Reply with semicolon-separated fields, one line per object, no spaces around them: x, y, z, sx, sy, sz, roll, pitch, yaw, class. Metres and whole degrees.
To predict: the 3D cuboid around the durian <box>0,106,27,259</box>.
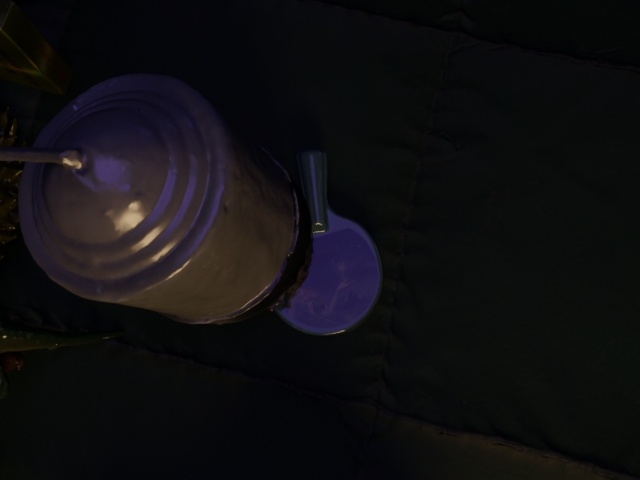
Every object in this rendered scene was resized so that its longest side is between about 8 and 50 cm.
-0.500;-0.109;0.778;0.394;0.163;0.198;47;122;13;durian

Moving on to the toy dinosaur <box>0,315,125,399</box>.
-0.444;0.044;0.632;0.447;0.087;0.301;-12;91;-39;toy dinosaur

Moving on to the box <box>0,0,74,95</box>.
-0.485;-0.270;0.754;0.311;0.173;0.043;17;79;3;box

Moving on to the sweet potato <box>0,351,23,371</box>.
-0.448;0.180;0.728;0.202;0.058;0.055;-27;39;-9;sweet potato

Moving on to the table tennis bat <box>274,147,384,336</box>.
0.000;0.000;0.765;0.149;0.038;0.237;-5;82;3;table tennis bat

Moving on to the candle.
-0.148;-0.031;0.610;0.221;0.342;0.221;-3;79;14;candle
